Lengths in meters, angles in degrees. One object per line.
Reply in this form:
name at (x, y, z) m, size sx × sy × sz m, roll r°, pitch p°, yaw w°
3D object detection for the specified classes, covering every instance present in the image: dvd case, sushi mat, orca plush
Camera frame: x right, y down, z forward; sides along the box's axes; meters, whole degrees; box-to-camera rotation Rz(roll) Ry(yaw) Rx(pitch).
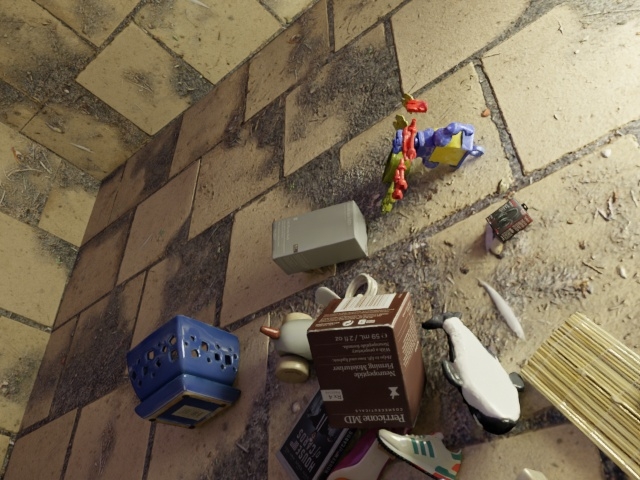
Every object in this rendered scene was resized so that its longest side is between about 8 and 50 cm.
dvd case at (0.005, 0.409, 1.207) m, size 0.239 × 0.029 × 0.179 m, roll -56°, pitch 25°, yaw -7°
sushi mat at (0.466, 0.251, 0.868) m, size 0.151 × 0.019 × 0.316 m, roll -49°, pitch 37°, yaw 6°
orca plush at (0.263, 0.254, 1.025) m, size 0.287 × 0.151 × 0.102 m, roll 53°, pitch 135°, yaw 50°

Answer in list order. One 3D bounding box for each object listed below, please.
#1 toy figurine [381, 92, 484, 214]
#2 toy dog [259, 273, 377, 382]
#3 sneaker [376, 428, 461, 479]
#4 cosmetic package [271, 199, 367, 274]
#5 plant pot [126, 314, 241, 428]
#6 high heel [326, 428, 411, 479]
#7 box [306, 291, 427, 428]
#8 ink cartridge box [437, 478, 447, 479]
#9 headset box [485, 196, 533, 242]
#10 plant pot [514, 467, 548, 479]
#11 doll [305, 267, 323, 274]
toy figurine at (0.279, -0.189, 1.342) m, size 0.362 × 0.217 × 0.191 m, roll 101°, pitch 171°, yaw -71°
toy dog at (-0.009, 0.202, 1.310) m, size 0.333 × 0.161 × 0.220 m, roll -41°, pitch 38°, yaw 17°
sneaker at (0.179, 0.367, 1.001) m, size 0.075 × 0.161 × 0.057 m, roll -59°, pitch -3°, yaw -19°
cosmetic package at (-0.002, -0.005, 1.466) m, size 0.238 × 0.107 × 0.127 m, roll -18°, pitch 53°, yaw 19°
plant pot at (-0.364, 0.372, 1.517) m, size 0.236 × 0.236 × 0.212 m, roll -37°, pitch 47°, yaw 21°
high heel at (0.092, 0.427, 1.118) m, size 0.244 × 0.082 × 0.117 m, roll -57°, pitch -4°, yaw 22°
box at (0.095, 0.225, 1.067) m, size 0.168 × 0.203 × 0.167 m, roll -9°, pitch 13°, yaw 21°
ink cartridge box at (0.158, 0.470, 0.923) m, size 0.203 × 0.148 × 0.086 m, roll -28°, pitch 45°, yaw 30°
headset box at (0.398, -0.046, 1.170) m, size 0.083 × 0.032 × 0.062 m, roll -40°, pitch 38°, yaw 20°
plant pot at (0.322, 0.419, 0.830) m, size 0.109 × 0.109 × 0.096 m, roll -52°, pitch 50°, yaw 3°
doll at (0.000, 0.000, 1.557) m, size 0.129 × 0.046 × 0.189 m, roll 1°, pitch 61°, yaw 40°
